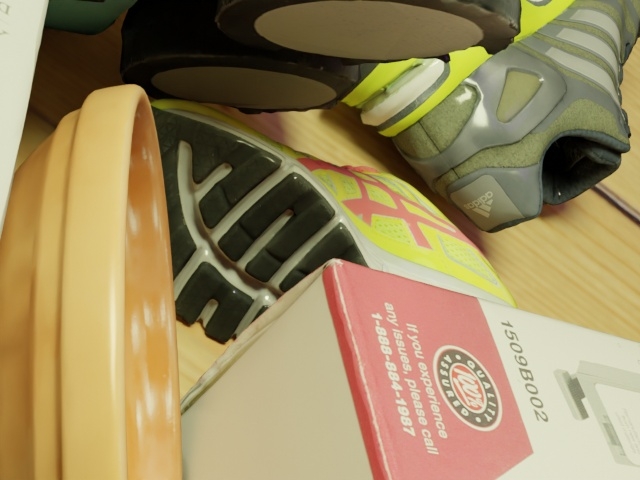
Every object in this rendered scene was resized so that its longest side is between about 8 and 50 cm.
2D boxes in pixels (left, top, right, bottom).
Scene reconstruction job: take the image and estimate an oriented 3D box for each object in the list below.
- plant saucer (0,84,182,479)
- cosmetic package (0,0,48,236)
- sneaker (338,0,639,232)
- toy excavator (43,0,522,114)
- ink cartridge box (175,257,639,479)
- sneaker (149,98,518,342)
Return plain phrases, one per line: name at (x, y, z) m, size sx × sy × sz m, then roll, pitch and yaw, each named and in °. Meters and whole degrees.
plant saucer at (-0.063, 0.056, 0.422) m, size 0.037 × 0.200 × 0.200 m, roll -2°, pitch 46°, yaw -1°
cosmetic package at (-0.190, 0.052, 0.303) m, size 0.197 × 0.155 × 0.365 m, roll 27°, pitch 39°, yaw -22°
sneaker at (0.123, -0.085, 0.818) m, size 0.300 × 0.111 × 0.121 m, roll -31°, pitch 87°, yaw -48°
toy excavator at (-0.133, -0.196, 0.456) m, size 0.445 × 0.433 × 0.222 m, roll 6°, pitch 84°, yaw -20°
ink cartridge box at (0.103, 0.143, 0.533) m, size 0.283 × 0.117 × 0.207 m, roll 15°, pitch 44°, yaw -34°
sneaker at (0.000, 0.000, 0.623) m, size 0.208 × 0.081 × 0.094 m, roll 34°, pitch 29°, yaw -25°
